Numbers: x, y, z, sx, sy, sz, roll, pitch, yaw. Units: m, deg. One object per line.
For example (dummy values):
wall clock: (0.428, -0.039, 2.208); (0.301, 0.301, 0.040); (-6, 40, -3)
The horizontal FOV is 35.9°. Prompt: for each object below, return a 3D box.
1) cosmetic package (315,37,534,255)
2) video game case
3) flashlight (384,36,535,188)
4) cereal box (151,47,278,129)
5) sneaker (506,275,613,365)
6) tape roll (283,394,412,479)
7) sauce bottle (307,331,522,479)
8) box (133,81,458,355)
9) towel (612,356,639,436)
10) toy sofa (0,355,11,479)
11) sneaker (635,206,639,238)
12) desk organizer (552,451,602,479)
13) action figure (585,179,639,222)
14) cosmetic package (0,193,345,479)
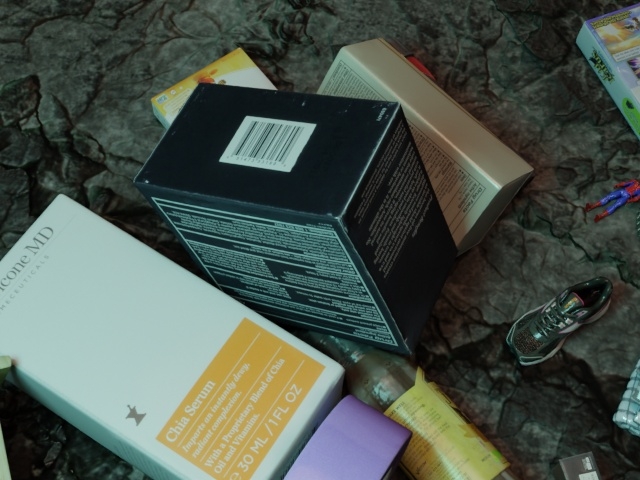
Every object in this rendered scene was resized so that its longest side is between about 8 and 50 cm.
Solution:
cosmetic package: (0.133, -0.134, 1.432); (0.309, 0.160, 0.113); (44, 38, 15)
video game case: (0.592, -0.284, 1.594); (0.269, 0.061, 0.244); (-20, 67, -12)
flashlight: (0.184, -0.178, 1.507); (0.103, 0.103, 0.304); (-44, 72, 6)
cereal box: (-0.123, -0.167, 1.518); (0.173, 0.047, 0.240); (-34, 69, -17)
sneaker: (0.337, 0.101, 1.384); (0.178, 0.077, 0.072); (-36, 69, -17)
tape roll: (0.002, 0.320, 1.152); (0.090, 0.275, 0.275); (29, 66, 13)
sauce bottle: (0.116, 0.227, 1.293); (0.111, 0.111, 0.344); (-36, 68, -18)
box: (-0.020, -0.029, 1.241); (0.296, 0.294, 0.182); (12, 59, 30)
towel: (0.570, 0.200, 1.319); (0.284, 0.121, 0.235); (30, 66, 13)
toy sofa: (-0.424, 0.330, 1.150); (0.177, 0.150, 0.362); (-8, 71, -29)
sneaker: (0.528, 0.000, 1.461); (0.073, 0.063, 0.162); (-1, 55, -32)
desk organizer: (0.346, 0.346, 1.276); (0.047, 0.050, 0.130); (-12, 65, -8)
action figure: (0.459, -0.068, 1.501); (0.115, 0.030, 0.038); (-27, 62, -17)
cosmetic package: (-0.218, 0.161, 1.289); (0.453, 0.161, 0.230); (30, 66, 13)
